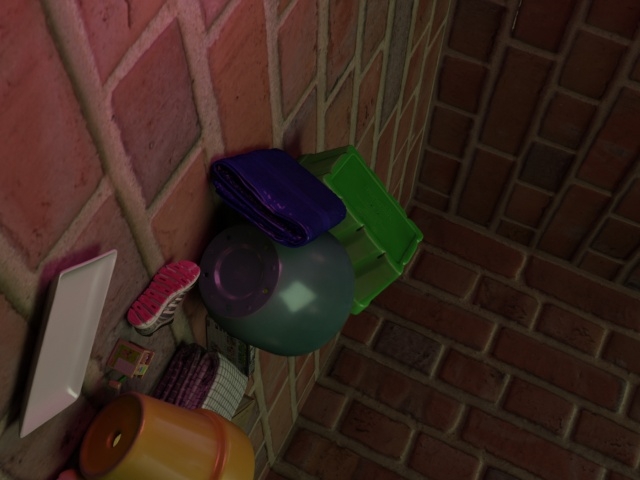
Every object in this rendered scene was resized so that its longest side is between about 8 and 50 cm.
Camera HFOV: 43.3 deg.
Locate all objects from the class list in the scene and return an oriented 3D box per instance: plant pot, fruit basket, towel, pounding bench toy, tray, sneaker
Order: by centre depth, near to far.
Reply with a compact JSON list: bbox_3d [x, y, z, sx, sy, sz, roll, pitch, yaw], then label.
[{"bbox_3d":[-0.373,0.142,1.165,0.270,0.030,0.145,-70,167,19],"label":"tray"},{"bbox_3d":[-0.338,0.222,1.414,0.083,0.052,0.065,-65,168,-8],"label":"pounding bench toy"},{"bbox_3d":[-0.287,0.396,1.437,0.239,0.254,0.254,42,66,-35],"label":"plant pot"},{"bbox_3d":[-0.278,0.106,1.439,0.170,0.063,0.074,-52,161,-35],"label":"sneaker"},{"bbox_3d":[-0.077,-0.084,1.585,0.076,0.228,0.308,-50,174,19],"label":"towel"},{"bbox_3d":[-0.108,0.080,1.630,0.235,0.293,0.293,26,87,-63],"label":"plant pot"},{"bbox_3d":[-0.284,0.381,1.755,0.283,0.121,0.235,-64,162,-17],"label":"towel"},{"bbox_3d":[0.000,0.000,1.935,0.283,0.392,0.392,-53,162,-46],"label":"fruit basket"}]

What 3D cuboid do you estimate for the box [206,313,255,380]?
[{"bbox_3d":[-0.208,0.245,1.877,0.036,0.114,0.207,-58,166,-36],"label":"box"}]

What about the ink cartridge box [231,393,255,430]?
[{"bbox_3d":[-0.278,0.522,2.165,0.235,0.088,0.193,-11,123,-75],"label":"ink cartridge box"}]

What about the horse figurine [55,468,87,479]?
[{"bbox_3d":[-0.448,0.458,1.364,0.174,0.066,0.263,-63,167,16],"label":"horse figurine"}]
